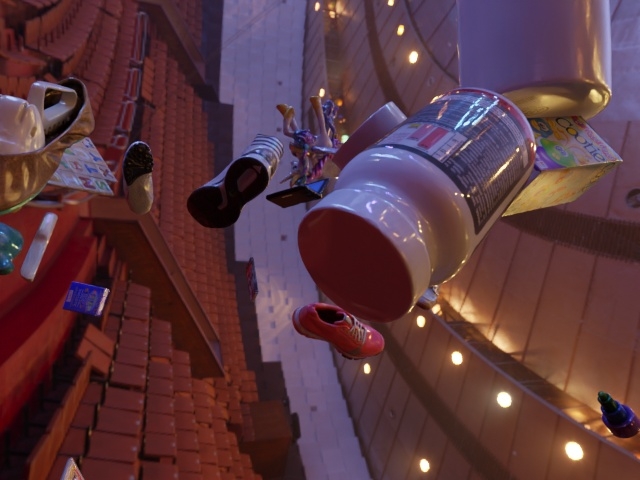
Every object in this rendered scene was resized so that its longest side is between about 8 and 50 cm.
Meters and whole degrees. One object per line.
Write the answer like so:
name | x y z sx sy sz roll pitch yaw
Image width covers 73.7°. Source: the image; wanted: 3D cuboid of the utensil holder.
utensil holder | 0.478 -0.472 0.980 0.327 0.327 0.386 166 -74 -68

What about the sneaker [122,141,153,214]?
sneaker | -0.525 -0.183 1.223 0.086 0.085 0.237 56 -38 36

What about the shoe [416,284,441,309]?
shoe | 0.263 0.090 1.070 0.219 0.076 0.058 -65 179 -58

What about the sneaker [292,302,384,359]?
sneaker | 0.073 0.274 1.301 0.136 0.313 0.116 -48 -156 53

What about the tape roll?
tape roll | 0.176 -0.258 1.256 0.169 0.246 0.246 48 -29 0

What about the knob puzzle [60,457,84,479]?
knob puzzle | -0.515 0.599 0.937 0.213 0.029 0.213 54 -22 35

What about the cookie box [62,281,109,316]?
cookie box | -0.746 0.186 1.359 0.040 0.107 0.092 105 -3 -75

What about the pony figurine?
pony figurine | -0.002 -0.374 1.696 0.303 0.350 0.364 149 -64 -72

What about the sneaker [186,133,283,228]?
sneaker | -0.275 -0.210 1.501 0.447 0.169 0.258 -27 -157 40

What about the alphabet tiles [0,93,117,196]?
alphabet tiles | -0.689 -0.242 1.114 0.285 0.011 0.342 55 10 8

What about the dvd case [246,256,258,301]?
dvd case | -0.217 0.124 1.353 0.087 0.013 0.120 125 -41 -57

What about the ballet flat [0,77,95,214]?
ballet flat | -0.442 -0.174 0.658 0.343 0.116 0.124 -91 -159 -56

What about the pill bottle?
pill bottle | 0.147 -0.063 0.615 0.210 0.363 0.210 28 -41 27

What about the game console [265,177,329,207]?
game console | -0.055 -0.127 1.041 0.122 0.107 0.071 -12 -112 34

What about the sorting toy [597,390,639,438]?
sorting toy | 0.681 0.358 0.795 0.126 0.127 0.365 49 -14 -9

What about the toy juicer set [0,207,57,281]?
toy juicer set | -0.743 -0.016 0.991 0.090 0.328 0.209 104 4 -48

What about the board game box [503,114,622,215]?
board game box | 0.464 -0.162 0.907 0.142 0.275 0.144 65 -32 26
